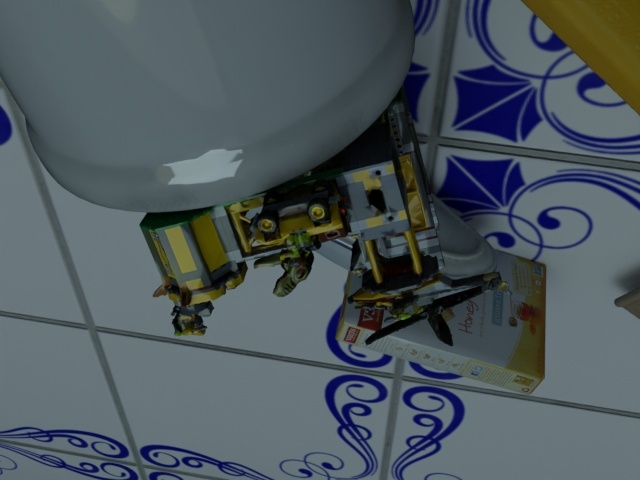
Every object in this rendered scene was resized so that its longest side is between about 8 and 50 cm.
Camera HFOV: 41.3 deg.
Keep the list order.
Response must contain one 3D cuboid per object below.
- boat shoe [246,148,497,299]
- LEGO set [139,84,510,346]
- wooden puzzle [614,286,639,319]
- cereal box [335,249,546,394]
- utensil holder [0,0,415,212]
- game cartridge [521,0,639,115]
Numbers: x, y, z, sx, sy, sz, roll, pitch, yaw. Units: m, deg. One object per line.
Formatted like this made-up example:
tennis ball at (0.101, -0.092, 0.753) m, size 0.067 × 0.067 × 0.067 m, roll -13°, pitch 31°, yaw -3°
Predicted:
boat shoe at (0.050, -0.068, 0.928) m, size 0.367 × 0.136 × 0.156 m, roll 26°, pitch 129°, yaw -4°
LEGO set at (0.000, 0.000, 0.737) m, size 0.255 × 0.331 × 0.192 m, roll -17°, pitch 112°, yaw 3°
wooden puzzle at (0.513, 0.071, 1.017) m, size 0.239 × 0.044 × 0.221 m, roll 29°, pitch 138°, yaw -24°
cereal box at (0.148, 0.071, 1.013) m, size 0.240 × 0.173 × 0.047 m, roll 16°, pitch 141°, yaw -4°
utensil holder at (-0.124, -0.267, 0.578) m, size 0.328 × 0.327 × 0.385 m, roll -1°, pitch 136°, yaw 17°
game cartridge at (0.356, -0.233, 0.691) m, size 0.285 × 0.052 × 0.324 m, roll 34°, pitch 135°, yaw -23°
